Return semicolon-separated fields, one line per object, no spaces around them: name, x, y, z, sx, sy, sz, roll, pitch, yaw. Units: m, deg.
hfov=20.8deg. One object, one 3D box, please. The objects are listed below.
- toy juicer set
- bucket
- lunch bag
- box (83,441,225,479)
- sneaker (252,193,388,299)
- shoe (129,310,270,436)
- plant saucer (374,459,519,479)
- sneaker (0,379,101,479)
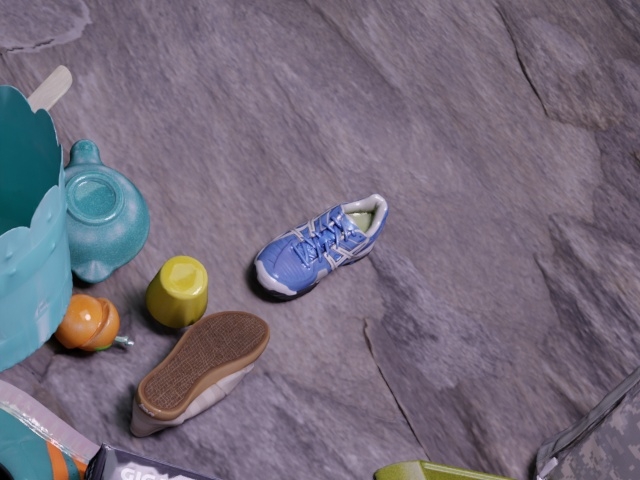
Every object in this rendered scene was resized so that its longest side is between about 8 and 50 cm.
toy juicer set;-0.284;-0.013;1.903;0.209;0.089;0.329;-29;73;-25
bucket;-0.373;-0.005;1.696;0.281;0.183;0.281;-1;45;1
lunch bag;0.416;0.237;1.949;0.256;0.305;0.213;29;41;-11
box;-0.103;0.366;1.579;0.295;0.073;0.293;20;63;-14
sneaker;0.000;0.000;2.055;0.080;0.081;0.211;47;46;10
shoe;-0.132;0.142;1.872;0.076;0.058;0.219;36;39;16
plant saucer;0.170;0.303;1.873;0.188;0.045;0.188;14;26;-21
sneaker;-0.243;0.257;1.671;0.302;0.108;0.121;31;48;3
